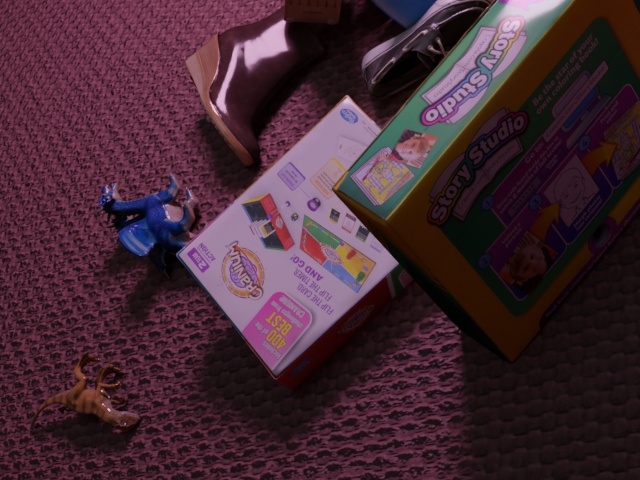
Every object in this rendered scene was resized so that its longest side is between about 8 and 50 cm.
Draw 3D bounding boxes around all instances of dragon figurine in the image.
[{"bbox_3d":[-0.238,-0.004,1.867,0.144,0.085,0.289,-40,47,7],"label":"dragon figurine"}]

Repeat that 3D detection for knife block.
[{"bbox_3d":[-0.007,-0.466,1.924,0.088,0.275,0.242,2,77,-2],"label":"knife block"}]

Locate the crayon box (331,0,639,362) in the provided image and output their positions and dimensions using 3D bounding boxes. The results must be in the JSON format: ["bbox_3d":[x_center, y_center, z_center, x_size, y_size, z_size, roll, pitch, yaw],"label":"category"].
[{"bbox_3d":[0.231,-0.091,1.407,0.363,0.313,0.106,-49,43,-6],"label":"crayon box"}]

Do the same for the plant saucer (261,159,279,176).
[{"bbox_3d":[-0.054,-0.084,1.842,0.083,0.015,0.083,-20,48,24],"label":"plant saucer"}]

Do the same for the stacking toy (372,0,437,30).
[{"bbox_3d":[0.103,-0.422,1.914,0.175,0.166,0.302,-56,28,0],"label":"stacking toy"}]

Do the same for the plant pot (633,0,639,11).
[{"bbox_3d":[0.424,-0.484,1.629,0.293,0.235,0.293,-20,48,24],"label":"plant pot"}]

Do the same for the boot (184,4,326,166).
[{"bbox_3d":[-0.085,-0.249,1.947,0.207,0.090,0.248,-28,58,1],"label":"boot"}]

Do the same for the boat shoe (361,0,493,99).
[{"bbox_3d":[0.157,-0.273,1.790,0.219,0.078,0.070,-33,42,24],"label":"boat shoe"}]

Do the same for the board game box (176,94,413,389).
[{"bbox_3d":[0.000,0.000,1.644,0.316,0.064,0.242,-42,61,2],"label":"board game box"}]

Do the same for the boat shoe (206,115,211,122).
[{"bbox_3d":[-0.164,-0.232,2.031,0.035,0.035,0.100,-9,60,29],"label":"boat shoe"}]

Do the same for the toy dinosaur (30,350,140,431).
[{"bbox_3d":[-0.341,0.220,1.789,0.211,0.064,0.112,3,61,39],"label":"toy dinosaur"}]
